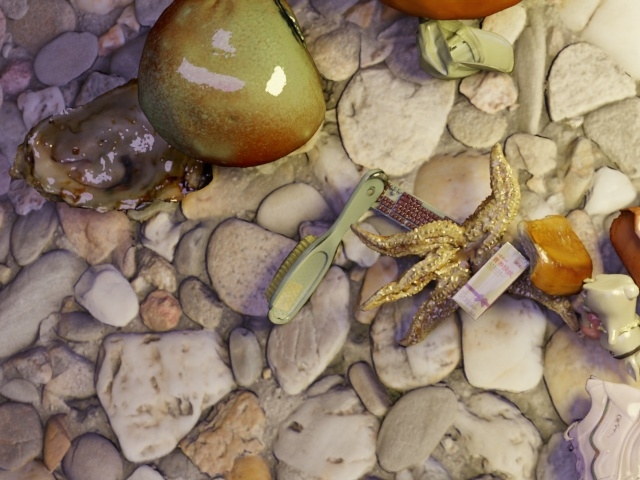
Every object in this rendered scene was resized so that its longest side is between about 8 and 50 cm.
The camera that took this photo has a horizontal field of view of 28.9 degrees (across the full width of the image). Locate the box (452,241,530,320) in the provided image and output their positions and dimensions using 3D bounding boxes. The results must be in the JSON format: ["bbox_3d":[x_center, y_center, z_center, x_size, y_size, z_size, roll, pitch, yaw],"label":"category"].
[{"bbox_3d":[0.247,0.059,1.790,0.117,0.036,0.050,-45,84,4],"label":"box"}]

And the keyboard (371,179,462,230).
[{"bbox_3d":[0.140,-0.043,1.933,0.166,0.017,0.055,32,93,23],"label":"keyboard"}]

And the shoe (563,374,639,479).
[{"bbox_3d":[0.393,0.309,1.733,0.137,0.095,0.245,25,86,27],"label":"shoe"}]

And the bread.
[{"bbox_3d":[0.342,0.017,1.784,0.044,0.129,0.126,-37,67,45],"label":"bread"}]

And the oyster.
[{"bbox_3d":[-0.355,-0.129,2.099,0.361,0.096,0.221,-22,78,16],"label":"oyster"}]

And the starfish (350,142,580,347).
[{"bbox_3d":[0.195,0.050,1.857,0.293,0.084,0.302,-24,90,9],"label":"starfish"}]

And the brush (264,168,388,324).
[{"bbox_3d":[0.000,0.000,1.955,0.297,0.068,0.060,-53,47,7],"label":"brush"}]

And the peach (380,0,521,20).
[{"bbox_3d":[0.188,-0.484,1.846,0.342,0.343,0.302,7,126,22],"label":"peach"}]

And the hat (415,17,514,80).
[{"bbox_3d":[0.220,-0.295,1.930,0.166,0.081,0.122,14,45,8],"label":"hat"}]

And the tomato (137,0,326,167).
[{"bbox_3d":[-0.134,-0.267,1.931,0.303,0.239,0.304,2,76,-7],"label":"tomato"}]

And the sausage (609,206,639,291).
[{"bbox_3d":[0.514,0.092,1.723,0.102,0.102,0.330,-33,72,12],"label":"sausage"}]

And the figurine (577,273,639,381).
[{"bbox_3d":[0.420,0.121,1.771,0.081,0.098,0.146,-21,112,-20],"label":"figurine"}]
